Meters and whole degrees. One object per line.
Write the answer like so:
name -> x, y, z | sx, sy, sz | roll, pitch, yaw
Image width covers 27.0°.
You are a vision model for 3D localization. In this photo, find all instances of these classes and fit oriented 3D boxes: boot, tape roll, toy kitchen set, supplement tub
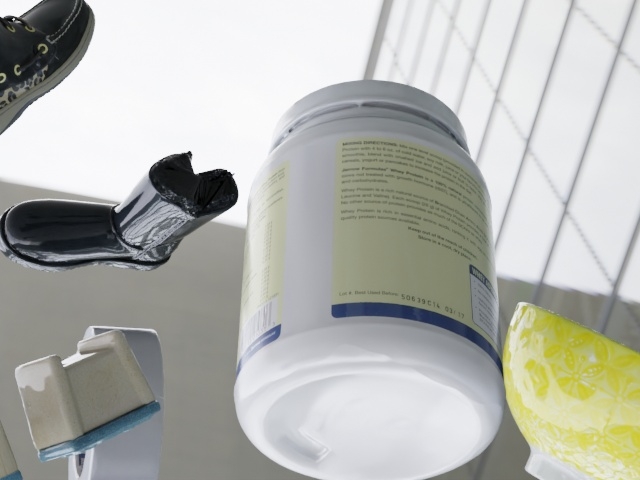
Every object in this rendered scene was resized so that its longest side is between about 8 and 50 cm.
boot -> -0.317, -0.211, 1.254 | 0.085, 0.178, 0.236 | 11, -131, 32
tape roll -> -0.225, 0.203, 1.448 | 0.072, 0.219, 0.219 | 5, -156, -16
boot -> -0.246, -0.041, 1.621 | 0.247, 0.207, 0.094 | 7, -120, -34
toy kitchen set -> -0.232, 0.158, 0.911 | 0.207, 0.122, 0.166 | -18, -177, 40
supplement tub -> 0.045, 0.035, 1.231 | 0.236, 0.235, 0.324 | 10, -129, -10

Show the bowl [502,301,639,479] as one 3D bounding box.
bowl -> 0.301, 0.199, 1.389 | 0.289, 0.156, 0.289 | 28, 177, 2
